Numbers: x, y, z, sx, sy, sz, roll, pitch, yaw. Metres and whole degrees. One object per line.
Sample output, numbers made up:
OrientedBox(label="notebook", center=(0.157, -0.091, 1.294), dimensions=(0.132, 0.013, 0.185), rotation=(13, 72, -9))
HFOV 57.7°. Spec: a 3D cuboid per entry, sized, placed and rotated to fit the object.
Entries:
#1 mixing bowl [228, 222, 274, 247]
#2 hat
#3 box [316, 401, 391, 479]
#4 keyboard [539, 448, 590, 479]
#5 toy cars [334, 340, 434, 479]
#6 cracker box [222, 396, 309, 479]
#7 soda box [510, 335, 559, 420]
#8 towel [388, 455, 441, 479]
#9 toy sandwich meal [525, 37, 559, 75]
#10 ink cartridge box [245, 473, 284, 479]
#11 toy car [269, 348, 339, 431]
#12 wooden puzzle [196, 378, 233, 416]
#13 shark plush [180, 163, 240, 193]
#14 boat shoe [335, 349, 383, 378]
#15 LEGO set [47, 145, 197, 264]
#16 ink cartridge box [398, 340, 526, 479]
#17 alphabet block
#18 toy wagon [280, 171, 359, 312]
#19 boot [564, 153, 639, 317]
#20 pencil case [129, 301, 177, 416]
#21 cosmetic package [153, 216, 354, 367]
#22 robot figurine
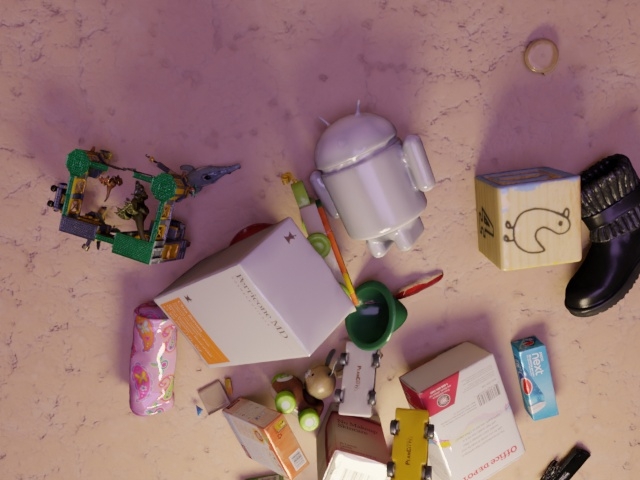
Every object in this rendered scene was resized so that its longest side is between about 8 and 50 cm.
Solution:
OrientedBox(label="mixing bowl", center=(-0.142, 0.055, 1.421), dimensions=(0.182, 0.098, 0.181), rotation=(-1, 105, -2))
OrientedBox(label="hat", center=(0.195, 0.188, 1.475), dimensions=(0.184, 0.209, 0.172), rotation=(7, 64, -38))
OrientedBox(label="box", center=(0.079, 0.538, 1.475), dimensions=(0.149, 0.232, 0.126), rotation=(18, 102, -6))
OrientedBox(label="keyboard", center=(0.667, 0.651, 1.632), dimensions=(0.100, 0.038, 0.192), rotation=(29, 101, -32))
OrientedBox(label="toy cars", center=(0.155, 0.423, 1.403), dimensions=(0.177, 0.087, 0.393), rotation=(-34, 59, -7))
OrientedBox(label="cracker box", center=(-0.143, 0.493, 1.465), dimensions=(0.067, 0.232, 0.155), rotation=(-34, 106, -32))
OrientedBox(label="soda box", center=(0.566, 0.365, 1.533), dimensions=(0.071, 0.067, 0.209), rotation=(-16, 103, 2))
OrientedBox(label="towel", center=(0.305, 0.661, 1.591), dimensions=(0.187, 0.049, 0.282), rotation=(-42, 103, -3))
OrientedBox(label="toy sandwich meal", center=(0.518, -0.430, 1.359), dimensions=(0.086, 0.029, 0.085), rotation=(1, 102, 3))
OrientedBox(label="ink cartridge box", center=(-0.139, 0.759, 1.610), dimensions=(0.109, 0.062, 0.209), rotation=(-10, 104, 0))
OrientedBox(label="toy car", center=(-0.021, 0.357, 1.477), dimensions=(0.149, 0.155, 0.188), rotation=(39, 90, -10))
OrientedBox(label="wooden puzzle", center=(-0.280, 0.416, 1.536), dimensions=(0.117, 0.014, 0.078), rotation=(-22, 79, 6))
OrientedBox(label="shark plush", center=(-0.268, -0.145, 1.382), dimensions=(0.162, 0.067, 0.073), rotation=(-5, 104, -1))
OrientedBox(label="boat shoe", center=(0.096, 0.315, 1.520), dimensions=(0.135, 0.050, 0.045), rotation=(-29, 90, 4))
OrientedBox(label="LEGO set", center=(-0.430, -0.078, 1.352), dimensions=(0.332, 0.192, 0.254), rotation=(8, 95, 13))
OrientedBox(label="ink cartridge box", center=(0.363, 0.449, 1.489), dimensions=(0.226, 0.131, 0.306), rotation=(-24, 105, -15))
OrientedBox(label="alphabet block", center=(0.482, -0.056, 1.364), dimensions=(0.193, 0.193, 0.197), rotation=(-8, 104, 2))
OrientedBox(label="toy wagon", center=(0.000, 0.000, 1.324), dimensions=(0.068, 0.267, 0.344), rotation=(-20, 103, 1))
OrientedBox(label="boot", center=(0.667, -0.011, 1.409), dimensions=(0.260, 0.131, 0.348), rotation=(43, 88, -18))
OrientedBox(label="pencil case", center=(-0.417, 0.299, 1.465), dimensions=(0.124, 0.124, 0.283), rotation=(6, 104, -3))
OrientedBox(label="cosmetic package", center=(-0.164, 0.134, 1.264), dimensions=(0.161, 0.453, 0.230), rotation=(-44, 102, -36))
OrientedBox(label="robot figurine", center=(0.112, -0.140, 1.328), dimensions=(0.300, 0.200, 0.353), rotation=(-17, 106, 32))
